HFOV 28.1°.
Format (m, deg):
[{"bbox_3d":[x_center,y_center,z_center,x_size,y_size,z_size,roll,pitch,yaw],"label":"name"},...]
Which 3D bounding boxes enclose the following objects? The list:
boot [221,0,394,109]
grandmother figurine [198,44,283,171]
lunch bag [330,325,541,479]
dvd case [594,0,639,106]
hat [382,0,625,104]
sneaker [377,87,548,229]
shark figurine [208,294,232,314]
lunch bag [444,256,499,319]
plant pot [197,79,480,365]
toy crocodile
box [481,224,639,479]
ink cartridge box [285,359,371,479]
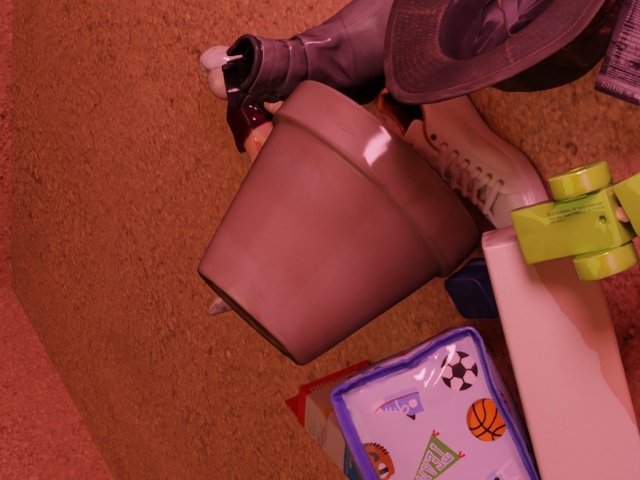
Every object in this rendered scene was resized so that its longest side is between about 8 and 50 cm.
[{"bbox_3d":[0.007,-0.258,1.692,0.338,0.222,0.118,130,129,-57],"label":"boot"},{"bbox_3d":[-0.101,-0.175,2.090,0.342,0.104,0.208,62,142,14],"label":"grandmother figurine"},{"bbox_3d":[0.172,0.323,1.639,0.385,0.239,0.328,64,-177,4],"label":"lunch bag"},{"bbox_3d":[0.368,-0.206,1.210,0.164,0.018,0.221,23,134,13],"label":"dvd case"},{"bbox_3d":[0.226,-0.240,1.362,0.134,0.331,0.331,40,171,-34],"label":"hat"},{"bbox_3d":[0.171,-0.094,1.615,0.290,0.123,0.106,54,145,29],"label":"sneaker"},{"bbox_3d":[-0.049,0.067,2.172,0.278,0.166,0.116,-19,115,45],"label":"shark figurine"},{"bbox_3d":[0.216,0.060,1.684,0.067,0.065,0.098,60,154,-13],"label":"lunch bag"},{"bbox_3d":[0.000,0.000,1.672,0.323,0.280,0.323,41,171,8],"label":"plant pot"},{"bbox_3d":[0.332,-0.042,1.281,0.340,0.105,0.115,-22,90,46],"label":"toy crocodile"},{"bbox_3d":[0.283,0.133,1.486,0.148,0.121,0.311,-55,-50,-79],"label":"box"},{"bbox_3d":[0.055,0.276,2.027,0.231,0.134,0.078,43,141,42],"label":"ink cartridge box"}]
